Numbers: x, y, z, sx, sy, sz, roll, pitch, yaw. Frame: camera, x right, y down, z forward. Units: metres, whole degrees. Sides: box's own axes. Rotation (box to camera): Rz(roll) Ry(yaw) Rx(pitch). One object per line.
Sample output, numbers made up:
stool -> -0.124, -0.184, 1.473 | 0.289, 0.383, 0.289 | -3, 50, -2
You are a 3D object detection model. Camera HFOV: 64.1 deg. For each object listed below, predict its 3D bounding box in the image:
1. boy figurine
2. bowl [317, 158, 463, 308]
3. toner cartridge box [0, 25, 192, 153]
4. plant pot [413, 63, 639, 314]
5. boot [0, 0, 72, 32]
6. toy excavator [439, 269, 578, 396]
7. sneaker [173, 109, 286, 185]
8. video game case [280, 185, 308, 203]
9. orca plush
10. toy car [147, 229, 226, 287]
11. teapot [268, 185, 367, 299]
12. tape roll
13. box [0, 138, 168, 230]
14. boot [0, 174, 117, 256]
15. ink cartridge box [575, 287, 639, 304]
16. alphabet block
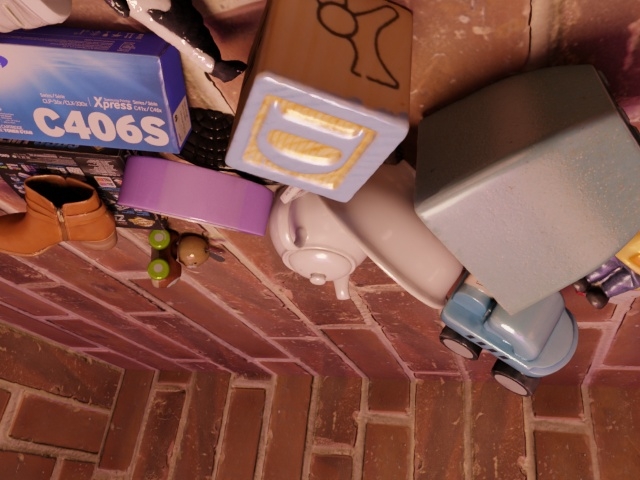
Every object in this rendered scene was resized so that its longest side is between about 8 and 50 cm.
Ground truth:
boy figurine -> 0.647, 0.028, 1.011 | 0.177, 0.092, 0.285 | 50, 135, 11
bowl -> 0.141, -0.039, 0.848 | 0.134, 0.298, 0.298 | -47, 131, 12
toner cartridge box -> -0.387, -0.233, 0.782 | 0.347, 0.075, 0.165 | 5, 134, 4
plant pot -> 0.309, -0.093, 0.718 | 0.252, 0.248, 0.247 | -30, 119, 34
boot -> -0.427, -0.347, 0.591 | 0.123, 0.095, 0.258 | -9, 151, 15
toy excavator -> 0.379, 0.107, 1.118 | 0.433, 0.222, 0.445 | 32, 161, 17
sneaker -> -0.141, -0.143, 0.920 | 0.283, 0.107, 0.124 | 10, 158, -7
video game case -> 0.018, -0.130, 0.866 | 0.019, 0.157, 0.143 | 54, 140, 6
orca plush -> -0.195, -0.310, 0.604 | 0.287, 0.151, 0.102 | 38, 106, -23
toy car -> -0.338, 0.047, 1.312 | 0.188, 0.149, 0.155 | 0, 167, -13
teapot -> 0.000, 0.000, 1.069 | 0.256, 0.187, 0.252 | 17, 151, -17
tape roll -> -0.230, -0.079, 0.961 | 0.274, 0.090, 0.275 | 13, 178, 0
box -> -0.500, -0.125, 1.071 | 0.295, 0.073, 0.293 | 5, 154, 4
boot -> -0.568, -0.049, 1.035 | 0.283, 0.109, 0.220 | 7, 154, -7
ink cartridge box -> 0.697, 0.077, 1.175 | 0.127, 0.072, 0.175 | 14, 153, -12
alphabet block -> -0.003, -0.198, 0.672 | 0.192, 0.197, 0.193 | 17, 151, -17
